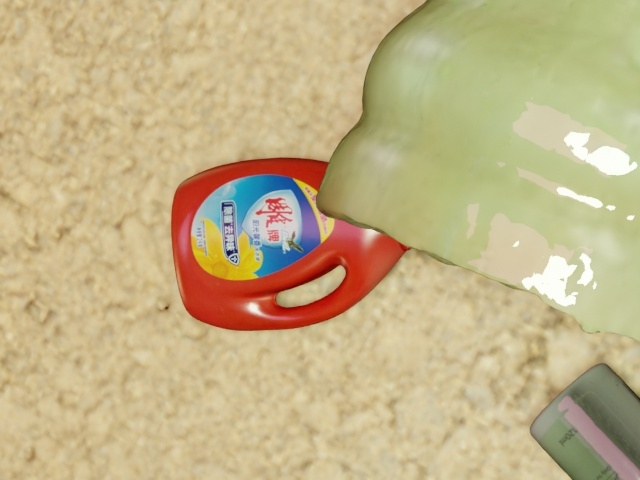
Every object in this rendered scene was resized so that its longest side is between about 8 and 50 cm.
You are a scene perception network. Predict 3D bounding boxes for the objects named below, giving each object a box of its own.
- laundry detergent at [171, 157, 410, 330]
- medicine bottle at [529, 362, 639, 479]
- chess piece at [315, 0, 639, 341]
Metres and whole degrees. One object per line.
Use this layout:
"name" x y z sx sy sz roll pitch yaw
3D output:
"laundry detergent" 0.000 0.000 0.998 0.165 0.049 0.097 -4 92 19
"medicine bottle" 0.193 0.152 0.914 0.057 0.058 0.199 -46 75 13
"chess piece" 0.187 -0.170 0.857 0.234 0.234 0.442 23 91 20
